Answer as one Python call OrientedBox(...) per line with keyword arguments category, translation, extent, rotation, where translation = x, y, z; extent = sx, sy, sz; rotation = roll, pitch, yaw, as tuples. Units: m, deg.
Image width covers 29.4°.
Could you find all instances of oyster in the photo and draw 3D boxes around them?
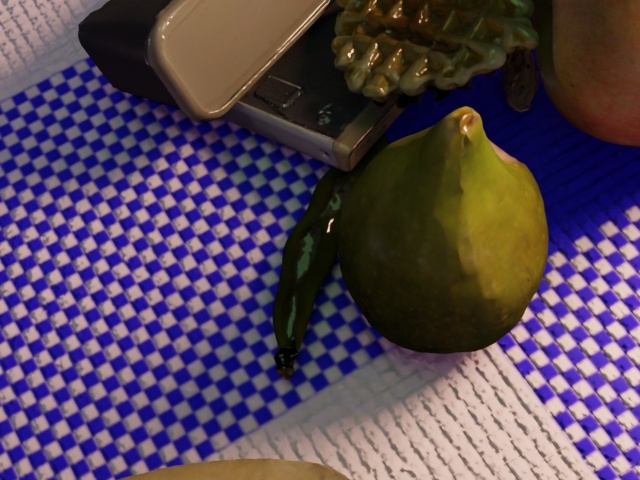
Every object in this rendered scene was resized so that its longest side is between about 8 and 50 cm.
OrientedBox(category="oyster", translation=(0.201, -0.177, 1.288), extent=(0.038, 0.080, 0.083), rotation=(-2, 23, 31))

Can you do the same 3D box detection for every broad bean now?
OrientedBox(category="broad bean", translation=(-0.001, -0.001, 1.222), extent=(0.060, 0.043, 0.297), rotation=(19, 65, 10))

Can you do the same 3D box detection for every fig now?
OrientedBox(category="fig", translation=(0.107, -0.026, 1.089), extent=(0.206, 0.275, 0.206), rotation=(-3, 61, 6))

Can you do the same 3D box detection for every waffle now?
OrientedBox(category="waffle", translation=(0.111, -0.224, 1.229), extent=(0.214, 0.054, 0.208), rotation=(-21, 51, 14))

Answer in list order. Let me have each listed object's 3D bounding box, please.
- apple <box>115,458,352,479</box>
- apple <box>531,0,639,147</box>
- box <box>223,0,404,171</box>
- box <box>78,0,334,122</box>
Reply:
OrientedBox(category="apple", translation=(-0.112, 0.329, 0.902), extent=(0.360, 0.311, 0.320), rotation=(-17, 80, -2))
OrientedBox(category="apple", translation=(0.348, -0.246, 1.173), extent=(0.277, 0.319, 0.319), rotation=(-3, 60, 1))
OrientedBox(category="box", translation=(0.034, -0.206, 1.312), extent=(0.211, 0.045, 0.270), rotation=(28, 66, 35))
OrientedBox(category="box", translation=(-0.117, -0.261, 1.310), extent=(0.178, 0.138, 0.274), rotation=(16, 57, 47))
